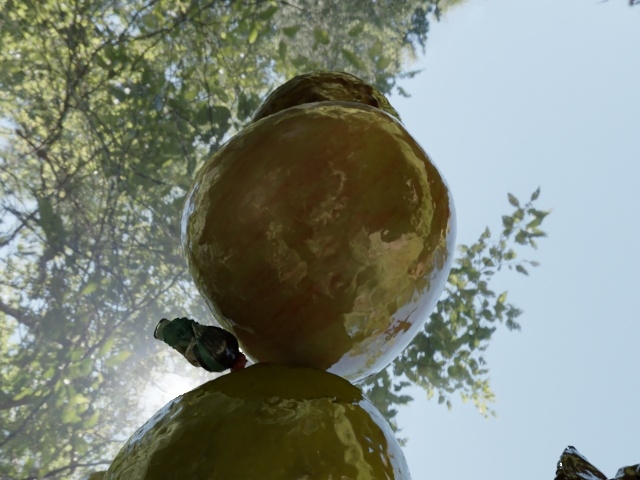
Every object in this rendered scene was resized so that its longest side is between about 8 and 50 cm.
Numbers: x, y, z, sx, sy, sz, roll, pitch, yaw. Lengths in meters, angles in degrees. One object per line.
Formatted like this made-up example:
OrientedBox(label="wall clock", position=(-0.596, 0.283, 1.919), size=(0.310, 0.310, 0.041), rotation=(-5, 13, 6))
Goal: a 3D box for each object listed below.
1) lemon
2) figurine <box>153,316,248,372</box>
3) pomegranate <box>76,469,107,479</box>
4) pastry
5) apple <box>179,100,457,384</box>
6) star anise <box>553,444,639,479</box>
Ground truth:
OrientedBox(label="lemon", position=(-0.050, 0.243, 0.403), size=(0.284, 0.260, 0.260), rotation=(1, -123, -5))
OrientedBox(label="figurine", position=(-0.130, 0.110, 0.477), size=(0.106, 0.060, 0.047), rotation=(12, -120, 35))
OrientedBox(label="pomegranate", position=(-0.322, 0.473, 0.637), size=(0.264, 0.264, 0.264), rotation=(-5, -123, 7))
OrientedBox(label="pastry", position=(-0.001, -0.184, 0.971), size=(0.389, 0.313, 0.388), rotation=(-10, -111, 26))
OrientedBox(label="apple", position=(0.000, 0.000, 0.630), size=(0.346, 0.391, 0.391), rotation=(-40, -121, -6))
OrientedBox(label="star anise", position=(0.418, 0.411, 0.609), size=(0.148, 0.346, 0.237), rotation=(35, -75, 14))
